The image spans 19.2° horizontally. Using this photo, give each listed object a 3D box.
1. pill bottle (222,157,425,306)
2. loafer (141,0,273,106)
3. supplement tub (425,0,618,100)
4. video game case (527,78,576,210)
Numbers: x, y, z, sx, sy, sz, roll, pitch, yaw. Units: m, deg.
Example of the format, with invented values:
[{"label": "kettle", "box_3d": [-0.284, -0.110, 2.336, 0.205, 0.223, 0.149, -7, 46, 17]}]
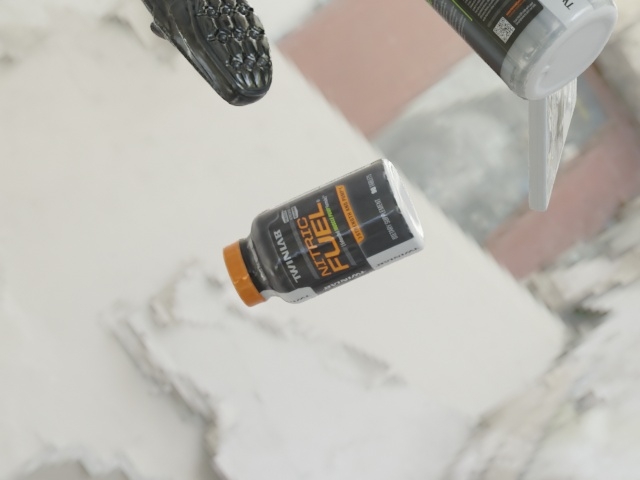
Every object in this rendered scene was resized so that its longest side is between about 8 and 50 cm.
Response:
[{"label": "pill bottle", "box_3d": [0.000, 0.000, 2.417, 0.245, 0.130, 0.130, -24, 14, 9]}, {"label": "loafer", "box_3d": [-0.112, -0.200, 1.670, 0.076, 0.223, 0.078, -10, -32, -38]}, {"label": "supplement tub", "box_3d": [0.158, -0.224, 1.652, 0.117, 0.190, 0.117, -36, -20, -15]}, {"label": "video game case", "box_3d": [0.241, -0.156, 1.956, 0.022, 0.190, 0.173, 8, 50, 14]}]
